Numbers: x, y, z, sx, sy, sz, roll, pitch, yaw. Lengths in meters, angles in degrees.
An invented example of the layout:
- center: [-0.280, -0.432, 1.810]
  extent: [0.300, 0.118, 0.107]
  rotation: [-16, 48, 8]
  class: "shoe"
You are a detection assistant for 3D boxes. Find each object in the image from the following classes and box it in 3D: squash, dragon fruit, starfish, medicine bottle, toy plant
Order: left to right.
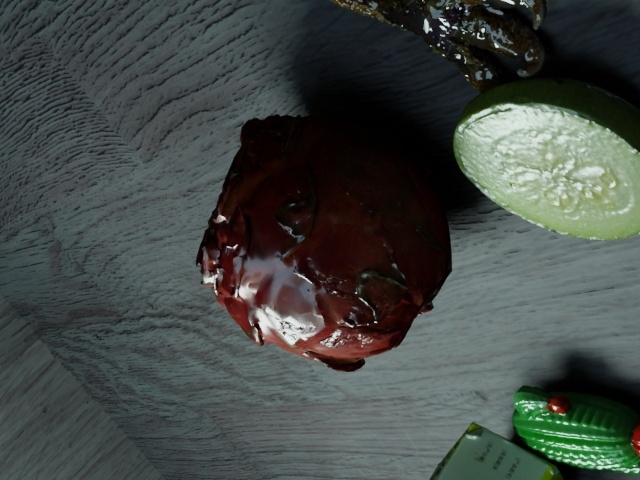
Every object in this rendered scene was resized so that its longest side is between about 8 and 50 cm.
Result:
- center: [0.000, 0.000, 1.432]
  extent: [0.301, 0.295, 0.296]
  rotation: [37, 150, 6]
  class: "dragon fruit"
- center: [0.113, -0.231, 1.214]
  extent: [0.238, 0.071, 0.216]
  rotation: [8, 132, 30]
  class: "starfish"
- center: [0.242, 0.350, 1.659]
  extent: [0.141, 0.137, 0.250]
  rotation: [26, 169, 26]
  class: "medicine bottle"
- center: [0.237, -0.074, 1.230]
  extent: [0.219, 0.041, 0.219]
  rotation: [19, 150, 12]
  class: "squash"
- center: [0.345, 0.241, 1.519]
  extent: [0.240, 0.088, 0.155]
  rotation: [14, 153, 29]
  class: "toy plant"
